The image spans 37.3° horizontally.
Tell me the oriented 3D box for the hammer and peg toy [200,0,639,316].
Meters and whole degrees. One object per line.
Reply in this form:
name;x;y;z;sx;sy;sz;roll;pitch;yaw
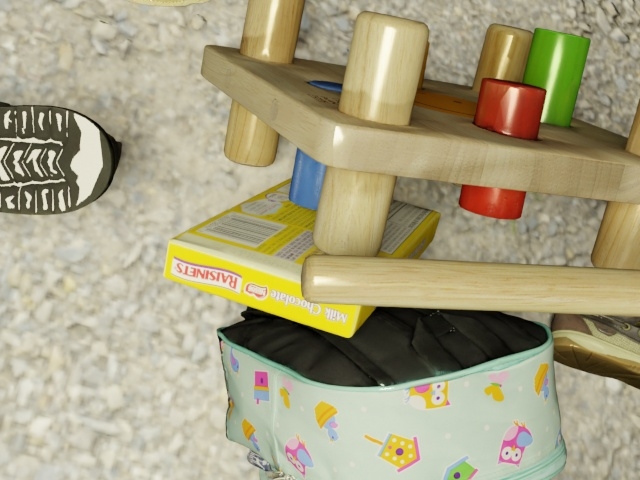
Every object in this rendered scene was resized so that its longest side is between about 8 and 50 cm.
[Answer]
hammer and peg toy;0.088;-0.059;0.538;0.266;0.361;0.127;5;108;-22

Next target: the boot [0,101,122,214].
boot;-0.212;-0.050;0.533;0.198;0.137;0.076;11;95;-7

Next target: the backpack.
backpack;0.043;0.097;0.541;0.166;0.188;0.144;-8;92;-28

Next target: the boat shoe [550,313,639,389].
boat shoe;0.243;0.083;0.715;0.152;0.056;0.049;20;69;-17

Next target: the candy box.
candy box;0.000;0.000;0.560;0.105;0.027;0.206;19;18;13

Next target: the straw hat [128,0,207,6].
straw hat;-0.112;-0.239;0.671;0.144;0.061;0.144;9;68;-22
